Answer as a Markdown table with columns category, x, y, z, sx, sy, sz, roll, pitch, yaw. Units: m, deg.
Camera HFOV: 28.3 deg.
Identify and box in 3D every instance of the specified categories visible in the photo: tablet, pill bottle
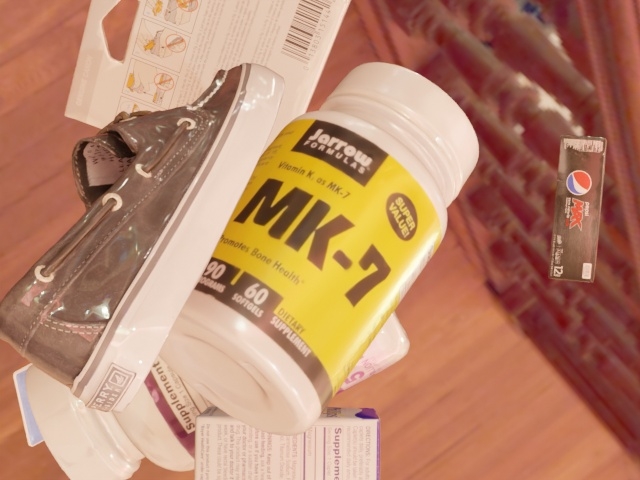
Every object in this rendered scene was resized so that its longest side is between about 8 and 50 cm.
| category | x | y | z | sx | sy | sz | roll | pitch | yaw |
| --- | --- | --- | --- | --- | --- | --- | --- | --- | --- |
| tablet | -0.256 | 0.147 | 1.183 | 0.054 | 0.006 | 0.083 | -27 | 124 | -35 |
| pill bottle | 0.000 | 0.000 | 0.749 | 0.208 | 0.119 | 0.119 | -53 | 153 | -25 |
| pill bottle | -0.090 | 0.093 | 1.085 | 0.301 | 0.169 | 0.169 | -28 | 146 | 3 |

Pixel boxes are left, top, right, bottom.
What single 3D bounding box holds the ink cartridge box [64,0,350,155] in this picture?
| category | x | y | z | sx | sy | sz | roll | pitch | yaw |
| --- | --- | --- | --- | --- | --- | --- | --- | --- | --- |
| ink cartridge box | -0.127 | -0.213 | 1.407 | 0.261 | 0.066 | 0.296 | 23 | 131 | -2 |

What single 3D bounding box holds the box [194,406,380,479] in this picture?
| category | x | y | z | sx | sy | sz | roll | pitch | yaw |
| --- | --- | --- | --- | --- | --- | --- | --- | --- | --- |
| box | -0.024 | 0.191 | 0.953 | 0.137 | 0.126 | 0.072 | 1 | 178 | 1 |

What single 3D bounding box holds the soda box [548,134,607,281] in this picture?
| category | x | y | z | sx | sy | sz | roll | pitch | yaw |
| --- | --- | --- | --- | --- | --- | --- | --- | --- | --- |
| soda box | 0.301 | -0.037 | 1.485 | 0.060 | 0.053 | 0.169 | -10 | 105 | -76 |

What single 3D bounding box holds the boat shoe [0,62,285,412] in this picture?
| category | x | y | z | sx | sy | sz | roll | pitch | yaw |
| --- | --- | --- | --- | --- | --- | --- | --- | --- | --- |
| boat shoe | -0.080 | -0.021 | 0.573 | 0.076 | 0.229 | 0.080 | 29 | 134 | -7 |
